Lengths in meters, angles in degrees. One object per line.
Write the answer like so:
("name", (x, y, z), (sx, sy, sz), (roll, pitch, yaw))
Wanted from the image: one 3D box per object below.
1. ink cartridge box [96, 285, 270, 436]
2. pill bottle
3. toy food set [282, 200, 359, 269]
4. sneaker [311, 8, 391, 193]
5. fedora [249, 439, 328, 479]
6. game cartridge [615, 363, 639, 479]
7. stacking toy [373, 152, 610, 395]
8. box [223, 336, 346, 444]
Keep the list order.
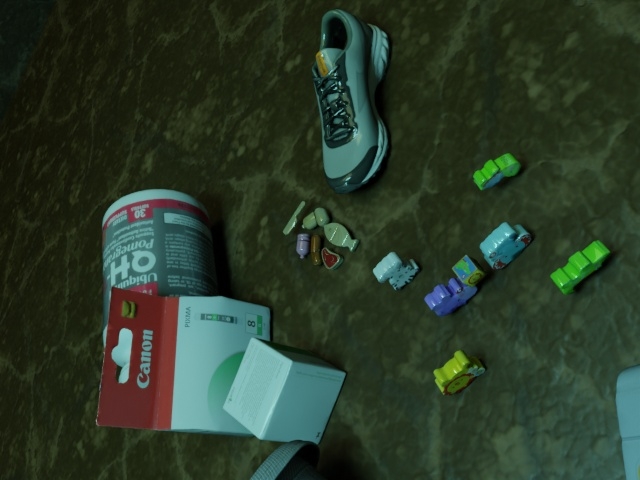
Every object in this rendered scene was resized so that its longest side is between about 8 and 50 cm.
("ink cartridge box", (-0.167, 0.158, 0.853), (0.056, 0.224, 0.181), (-25, 57, 42))
("pill bottle", (-0.242, 0.093, 0.995), (0.176, 0.176, 0.319), (-36, 51, 30))
("toy food set", (0.000, 0.000, 0.904), (0.122, 0.019, 0.078), (44, 106, 38))
("sneaker", (0.029, -0.191, 0.890), (0.100, 0.108, 0.272), (-15, 65, 40))
("fedora", (-0.043, 0.355, 0.681), (0.124, 0.244, 0.276), (27, 84, 19))
("game cartridge", (0.289, 0.213, 0.420), (0.198, 0.062, 0.297), (114, 159, -66))
("stacking toy", (0.171, 0.033, 0.694), (0.221, 0.052, 0.167), (-46, 48, 20))
("box", (-0.044, 0.187, 0.806), (0.087, 0.101, 0.102), (22, 89, 48))
